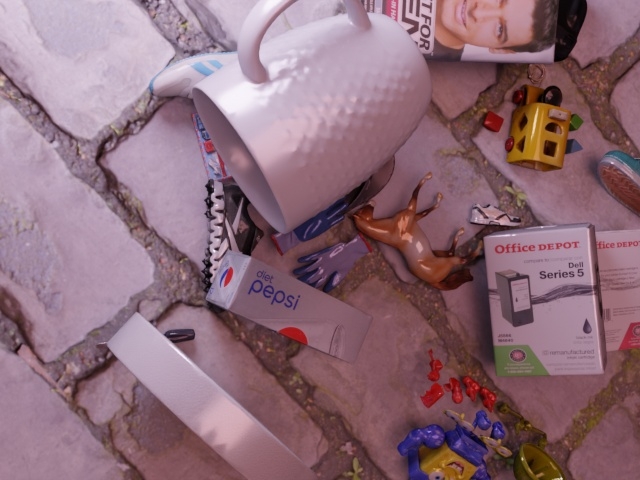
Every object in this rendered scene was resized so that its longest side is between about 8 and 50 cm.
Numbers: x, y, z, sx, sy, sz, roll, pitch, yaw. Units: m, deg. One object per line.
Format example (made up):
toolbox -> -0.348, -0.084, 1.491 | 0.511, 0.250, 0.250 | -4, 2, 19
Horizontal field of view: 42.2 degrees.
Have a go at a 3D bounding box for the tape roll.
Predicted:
tape roll -> -0.164, 0.265, 1.286 | 0.392, 0.392, 0.072 | 44, 77, -13

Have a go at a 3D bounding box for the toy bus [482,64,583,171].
toy bus -> 0.439, -0.234, 1.628 | 0.191, 0.104, 0.202 | -36, 101, -15

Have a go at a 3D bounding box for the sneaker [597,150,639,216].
sneaker -> 0.696, -0.115, 1.716 | 0.302, 0.108, 0.121 | 33, 79, -23

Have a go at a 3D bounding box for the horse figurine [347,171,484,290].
horse figurine -> 0.198, 0.001, 1.571 | 0.174, 0.066, 0.263 | -40, 101, -16

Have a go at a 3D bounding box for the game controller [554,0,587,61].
game controller -> 0.391, -0.492, 1.645 | 0.319, 0.067, 0.166 | 29, 67, -16

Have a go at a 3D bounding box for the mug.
mug -> -0.008, -0.242, 1.308 | 0.328, 0.276, 0.374 | -34, 140, -11

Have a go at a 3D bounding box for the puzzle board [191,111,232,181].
puzzle board -> -0.168, -0.175, 1.481 | 0.096, 0.011, 0.128 | -16, 95, -17

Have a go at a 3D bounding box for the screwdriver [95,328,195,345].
screwdriver -> -0.302, 0.171, 1.438 | 0.170, 0.025, 0.024 | -4, 92, -9

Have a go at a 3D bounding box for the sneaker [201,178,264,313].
sneaker -> -0.151, 0.011, 1.451 | 0.106, 0.078, 0.234 | 2, 87, -15

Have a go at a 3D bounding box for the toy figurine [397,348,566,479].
toy figurine -> 0.266, 0.406, 1.584 | 0.362, 0.191, 0.217 | 36, 110, -22

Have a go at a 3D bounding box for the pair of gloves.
pair of gloves -> 0.000, 0.000, 1.495 | 0.159, 0.023, 0.198 | -35, 120, -8

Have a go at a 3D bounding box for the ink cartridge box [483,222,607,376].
ink cartridge box -> 0.425, 0.111, 1.570 | 0.198, 0.115, 0.272 | -6, 92, 23

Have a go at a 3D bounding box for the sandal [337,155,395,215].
sandal -> 0.046, -0.094, 1.520 | 0.254, 0.054, 0.097 | -44, 93, -13

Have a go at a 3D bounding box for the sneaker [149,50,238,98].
sneaker -> -0.180, -0.270, 1.436 | 0.229, 0.087, 0.092 | -11, 89, -17

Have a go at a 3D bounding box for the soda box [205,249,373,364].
soda box -> -0.049, 0.119, 1.438 | 0.286, 0.091, 0.098 | 29, 81, -33

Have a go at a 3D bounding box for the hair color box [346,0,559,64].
hair color box -> 0.241, -0.422, 1.521 | 0.374, 0.113, 0.185 | -1, 103, -11

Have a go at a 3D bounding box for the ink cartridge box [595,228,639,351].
ink cartridge box -> 0.567, 0.098, 1.671 | 0.172, 0.100, 0.237 | -4, 92, -18

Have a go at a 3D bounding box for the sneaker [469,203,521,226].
sneaker -> 0.347, -0.049, 1.632 | 0.109, 0.040, 0.043 | 6, 86, -18
